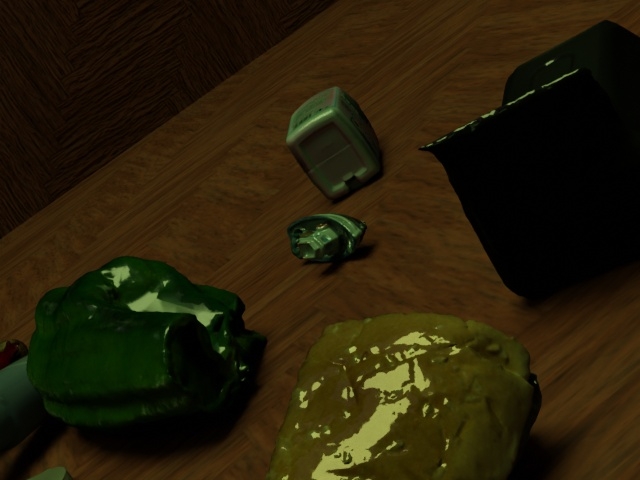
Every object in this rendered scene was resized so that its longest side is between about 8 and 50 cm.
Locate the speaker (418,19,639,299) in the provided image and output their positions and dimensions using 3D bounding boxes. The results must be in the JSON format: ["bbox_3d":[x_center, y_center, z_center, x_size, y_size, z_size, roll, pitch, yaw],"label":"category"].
[{"bbox_3d":[0.223,-0.111,0.979,0.180,0.184,0.388,-26,18,25],"label":"speaker"}]

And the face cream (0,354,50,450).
[{"bbox_3d":[-0.351,0.178,1.358,0.136,0.086,0.385,-34,4,29],"label":"face cream"}]

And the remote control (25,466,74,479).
[{"bbox_3d":[-0.366,0.306,1.173,0.245,0.022,0.077,-27,20,22],"label":"remote control"}]

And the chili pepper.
[{"bbox_3d":[-0.204,0.106,1.181,0.213,0.167,0.385,-46,22,-29],"label":"chili pepper"}]

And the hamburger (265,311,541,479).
[{"bbox_3d":[0.043,0.147,0.698,0.155,0.135,0.207,-19,25,43],"label":"hamburger"}]

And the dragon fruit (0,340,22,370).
[{"bbox_3d":[-0.551,0.284,1.410,0.344,0.100,0.282,-21,19,11],"label":"dragon fruit"}]

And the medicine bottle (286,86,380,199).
[{"bbox_3d":[0.020,-0.147,1.530,0.094,0.119,0.188,-33,18,15],"label":"medicine bottle"}]

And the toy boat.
[{"bbox_3d":[0.000,0.000,1.276,0.066,0.059,0.140,-31,15,-34],"label":"toy boat"}]

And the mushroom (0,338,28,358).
[{"bbox_3d":[-0.494,0.190,1.606,0.126,0.085,0.109,-19,47,-3],"label":"mushroom"}]
